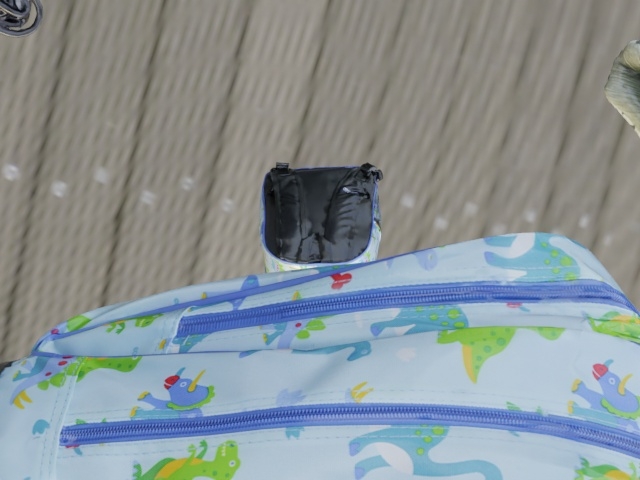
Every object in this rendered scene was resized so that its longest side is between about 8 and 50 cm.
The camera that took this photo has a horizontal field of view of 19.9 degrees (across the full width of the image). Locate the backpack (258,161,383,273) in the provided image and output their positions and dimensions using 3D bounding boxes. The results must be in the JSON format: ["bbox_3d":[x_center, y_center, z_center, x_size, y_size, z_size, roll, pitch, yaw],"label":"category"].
[{"bbox_3d":[0.000,0.000,1.538,0.105,0.114,0.084,1,135,2],"label":"backpack"}]

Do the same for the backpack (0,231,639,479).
[{"bbox_3d":[0.016,0.138,0.900,0.290,0.355,0.273,57,44,-40],"label":"backpack"}]

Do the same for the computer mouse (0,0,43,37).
[{"bbox_3d":[-0.176,-0.273,1.138,0.262,0.060,0.184,-45,114,10],"label":"computer mouse"}]

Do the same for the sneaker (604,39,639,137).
[{"bbox_3d":[0.273,-0.011,1.087,0.182,0.410,0.158,19,110,-20],"label":"sneaker"}]
